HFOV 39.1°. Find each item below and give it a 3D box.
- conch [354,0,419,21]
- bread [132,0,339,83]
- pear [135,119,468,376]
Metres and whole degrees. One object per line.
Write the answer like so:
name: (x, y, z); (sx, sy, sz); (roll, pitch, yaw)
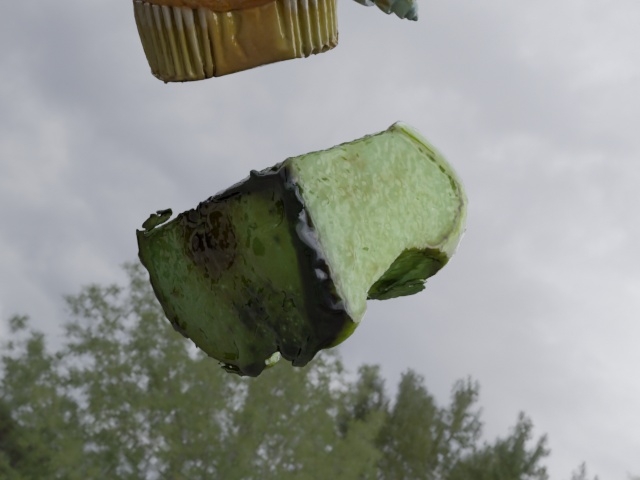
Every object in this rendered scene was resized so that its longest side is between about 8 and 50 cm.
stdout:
conch: (0.032, -0.503, 1.381); (0.368, 0.249, 0.197); (41, 16, -25)
bread: (-0.116, -0.333, 1.263); (0.287, 0.204, 0.156); (-8, -58, 2)
pear: (0.000, 0.000, 0.824); (0.238, 0.255, 0.164); (-20, -86, 46)
